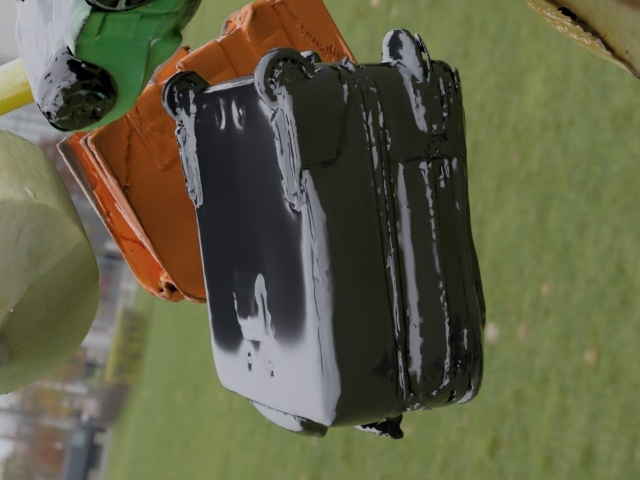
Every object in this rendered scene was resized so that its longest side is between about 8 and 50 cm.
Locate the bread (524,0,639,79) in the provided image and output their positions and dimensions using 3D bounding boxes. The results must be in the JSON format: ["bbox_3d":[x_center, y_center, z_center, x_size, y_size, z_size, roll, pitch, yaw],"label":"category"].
[{"bbox_3d":[0.313,-0.270,1.679,0.183,0.211,0.224,-50,-5,7],"label":"bread"}]

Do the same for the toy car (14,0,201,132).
[{"bbox_3d":[-0.178,-0.267,1.536,0.213,0.176,0.359,65,147,36],"label":"toy car"}]

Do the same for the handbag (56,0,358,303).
[{"bbox_3d":[-0.117,-0.129,2.267,0.116,0.410,0.303,1,126,58],"label":"handbag"}]

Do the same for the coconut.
[{"bbox_3d":[-0.396,0.034,1.876,0.323,0.323,0.323,-170,90,-83],"label":"coconut"}]

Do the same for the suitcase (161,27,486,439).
[{"bbox_3d":[0.000,0.000,1.456,0.345,0.188,0.339,-176,80,-68],"label":"suitcase"}]

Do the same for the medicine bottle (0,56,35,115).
[{"bbox_3d":[-0.374,-0.220,2.245,0.074,0.218,0.074,-20,-90,-76],"label":"medicine bottle"}]
